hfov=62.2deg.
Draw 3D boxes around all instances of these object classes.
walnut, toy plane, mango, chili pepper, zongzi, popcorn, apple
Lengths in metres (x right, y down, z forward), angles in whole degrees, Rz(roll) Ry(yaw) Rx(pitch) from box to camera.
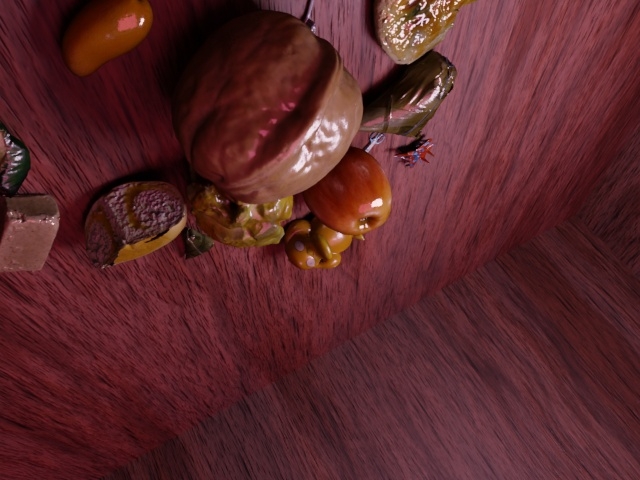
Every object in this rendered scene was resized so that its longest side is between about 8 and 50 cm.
[{"bbox_3d":[-0.105,-0.254,1.065,0.381,0.381,0.381,-26,152,-15],"label":"walnut"},{"bbox_3d":[0.297,-0.285,1.733,0.189,0.061,0.130,-4,142,-37],"label":"toy plane"},{"bbox_3d":[-0.364,-0.350,0.891,0.184,0.084,0.102,-30,158,15],"label":"mango"},{"bbox_3d":[-0.609,-0.176,0.897,0.148,0.116,0.264,-42,154,-8],"label":"chili pepper"},{"bbox_3d":[-0.376,0.015,1.512,0.113,0.052,0.104,-28,147,18],"label":"zongzi"},{"bbox_3d":[-0.198,-0.107,1.305,0.277,0.225,0.276,-30,153,-17],"label":"popcorn"},{"bbox_3d":[0.081,-0.135,1.542,0.242,0.241,0.242,-28,155,-14],"label":"apple"},{"bbox_3d":[0.208,-0.389,1.405,0.275,0.125,0.250,-5,142,-34],"label":"zongzi"}]

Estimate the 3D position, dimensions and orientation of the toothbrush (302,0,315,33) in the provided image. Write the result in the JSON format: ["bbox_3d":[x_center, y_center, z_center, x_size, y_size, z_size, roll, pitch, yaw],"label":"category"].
[{"bbox_3d":[0.009,-0.543,1.033,0.024,0.029,0.354,-30,155,-36],"label":"toothbrush"}]

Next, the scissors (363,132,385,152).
[{"bbox_3d":[0.146,-0.284,1.618,0.119,0.014,0.058,-48,145,19],"label":"scissors"}]

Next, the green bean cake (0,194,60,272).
[{"bbox_3d":[-0.639,-0.013,1.134,0.109,0.085,0.179,1,138,-47],"label":"green bean cake"}]

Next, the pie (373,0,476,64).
[{"bbox_3d":[0.253,-0.557,1.225,0.338,0.075,0.337,-25,153,-14],"label":"pie"}]

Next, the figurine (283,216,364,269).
[{"bbox_3d":[0.003,-0.004,1.753,0.228,0.215,0.215,-44,162,-36],"label":"figurine"}]

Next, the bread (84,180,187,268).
[{"bbox_3d":[-0.438,-0.040,1.257,0.261,0.158,0.156,-25,171,-9],"label":"bread"}]
